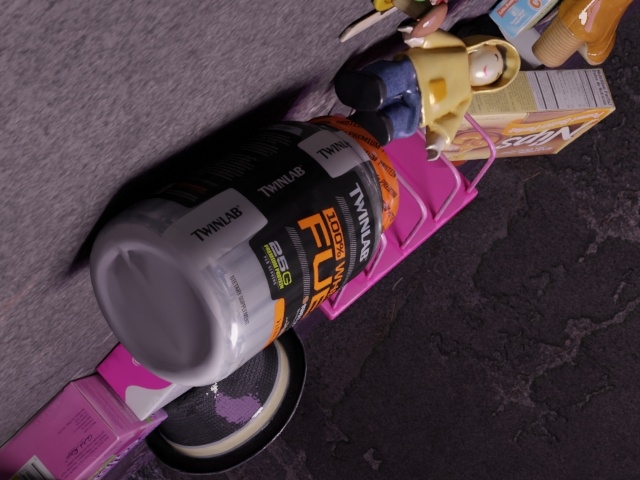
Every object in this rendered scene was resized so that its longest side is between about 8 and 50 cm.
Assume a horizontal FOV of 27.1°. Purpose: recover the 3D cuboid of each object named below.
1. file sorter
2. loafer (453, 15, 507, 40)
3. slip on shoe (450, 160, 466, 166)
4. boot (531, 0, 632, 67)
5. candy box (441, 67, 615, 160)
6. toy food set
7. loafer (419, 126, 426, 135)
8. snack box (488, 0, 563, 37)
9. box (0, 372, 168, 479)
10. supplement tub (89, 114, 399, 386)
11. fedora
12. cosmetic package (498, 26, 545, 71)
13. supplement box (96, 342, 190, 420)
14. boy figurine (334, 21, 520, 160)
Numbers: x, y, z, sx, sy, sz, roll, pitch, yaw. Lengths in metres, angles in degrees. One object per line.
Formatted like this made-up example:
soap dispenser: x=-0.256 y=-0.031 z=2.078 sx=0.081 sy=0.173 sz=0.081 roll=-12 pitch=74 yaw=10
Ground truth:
file sorter: x=0.064 y=-0.080 z=1.809 sx=0.290 sy=0.202 sz=0.182 roll=-40 pitch=170 yaw=-19
loafer: x=0.228 y=-0.286 z=2.001 sx=0.078 sy=0.080 sz=0.220 roll=-34 pitch=172 yaw=26
slip on shoe: x=0.232 y=-0.179 z=2.415 sx=0.123 sy=0.101 sz=0.331 roll=-12 pitch=-170 yaw=29
boot: x=0.464 y=-0.376 z=2.095 sx=0.211 sy=0.104 sz=0.295 roll=-46 pitch=170 yaw=35
candy box: x=0.313 y=-0.210 z=2.238 sx=0.316 sy=0.088 sz=0.183 roll=-6 pitch=162 yaw=-28
toy food set: x=0.128 y=-0.279 z=1.435 sx=0.128 sy=0.071 sz=0.218 roll=-35 pitch=170 yaw=-47
loafer: x=0.070 y=-0.109 z=2.073 sx=0.111 sy=0.112 sz=0.319 roll=-25 pitch=155 yaw=-52
snack box: x=0.407 y=-0.447 z=2.007 sx=0.322 sy=0.060 sz=0.187 roll=-46 pitch=173 yaw=31
box: x=-0.387 y=0.320 z=2.103 sx=0.213 sy=0.117 sz=0.243 roll=-43 pitch=174 yaw=9
supplement tub: x=-0.072 y=-0.003 z=1.472 sx=0.338 sy=0.207 sz=0.207 roll=-36 pitch=171 yaw=-42
fedora: x=-0.194 y=0.238 z=2.319 sx=0.334 sy=0.334 sz=0.152 roll=-42 pitch=143 yaw=-2
cosmetic package: x=0.320 y=-0.295 z=2.317 sx=0.060 sy=0.099 sz=0.239 roll=-40 pitch=172 yaw=-21
supplement box: x=-0.232 y=0.177 z=2.102 sx=0.114 sy=0.111 sz=0.220 roll=-46 pitch=172 yaw=31
boy figurine: x=0.145 y=-0.193 z=1.692 sx=0.285 sy=0.177 sz=0.092 roll=-22 pitch=-161 yaw=-39
